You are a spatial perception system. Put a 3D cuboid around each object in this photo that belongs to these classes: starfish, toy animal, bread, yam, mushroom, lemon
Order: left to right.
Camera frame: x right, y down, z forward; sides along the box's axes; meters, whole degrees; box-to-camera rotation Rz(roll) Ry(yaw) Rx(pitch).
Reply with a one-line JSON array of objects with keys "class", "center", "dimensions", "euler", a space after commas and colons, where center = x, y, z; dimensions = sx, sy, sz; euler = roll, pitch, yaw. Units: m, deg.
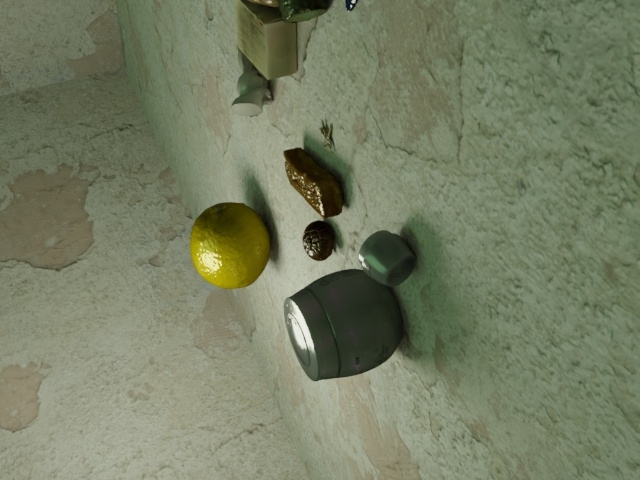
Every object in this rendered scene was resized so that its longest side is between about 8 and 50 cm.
[{"class": "lemon", "center": [-0.339, 0.021, 2.569], "dimensions": [0.336, 0.336, 0.336], "euler": [53, 154, 40]}, {"class": "toy animal", "center": [-0.205, -0.495, 2.090], "dimensions": [0.104, 0.130, 0.221], "euler": [40, -133, -63]}, {"class": "yam", "center": [-0.059, -0.602, 1.548], "dimensions": [0.107, 0.107, 0.194], "euler": [-3, 104, 69]}, {"class": "bread", "center": [-0.022, -0.160, 1.907], "dimensions": [0.271, 0.077, 0.139], "euler": [45, 152, 53]}, {"class": "mushroom", "center": [-0.007, 0.002, 2.005], "dimensions": [0.126, 0.085, 0.109], "euler": [36, 141, 50]}, {"class": "starfish", "center": [0.018, -0.274, 1.790], "dimensions": [0.086, 0.016, 0.092], "euler": [62, 156, 17]}]

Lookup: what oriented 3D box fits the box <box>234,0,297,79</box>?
[{"class": "box", "center": [-0.150, -0.562, 1.842], "dimensions": [0.212, 0.095, 0.168], "euler": [52, 155, 40]}]

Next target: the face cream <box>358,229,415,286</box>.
[{"class": "face cream", "center": [0.154, 0.042, 1.576], "dimensions": [0.104, 0.117, 0.117], "euler": [43, 148, 35]}]

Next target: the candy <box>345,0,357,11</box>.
[{"class": "candy", "center": [-0.030, -0.618, 1.375], "dimensions": [0.331, 0.077, 0.187], "euler": [41, 166, -5]}]

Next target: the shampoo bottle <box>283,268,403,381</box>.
[{"class": "shampoo bottle", "center": [0.054, 0.221, 1.784], "dimensions": [0.273, 0.266, 0.273], "euler": [55, 156, 39]}]

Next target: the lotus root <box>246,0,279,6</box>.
[{"class": "lotus root", "center": [-0.150, -0.661, 1.690], "dimensions": [0.257, 0.140, 0.154], "euler": [46, 137, 30]}]
